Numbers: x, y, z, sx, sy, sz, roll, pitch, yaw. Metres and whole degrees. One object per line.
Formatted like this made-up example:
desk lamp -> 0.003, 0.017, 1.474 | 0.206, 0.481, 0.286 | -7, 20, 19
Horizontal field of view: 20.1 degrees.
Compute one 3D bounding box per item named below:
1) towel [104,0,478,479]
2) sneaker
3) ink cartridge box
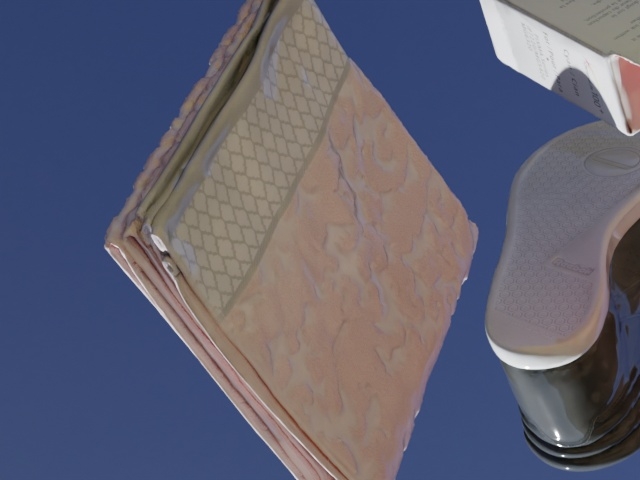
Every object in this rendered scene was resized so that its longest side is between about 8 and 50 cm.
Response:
towel -> 0.000, 0.000, 1.385 | 0.317, 0.053, 0.332 | 53, -139, -27
sneaker -> 0.186, 0.038, 1.241 | 0.295, 0.105, 0.147 | -62, -36, -49
ink cartridge box -> 0.281, -0.158, 1.033 | 0.296, 0.261, 0.066 | -32, -55, -14
